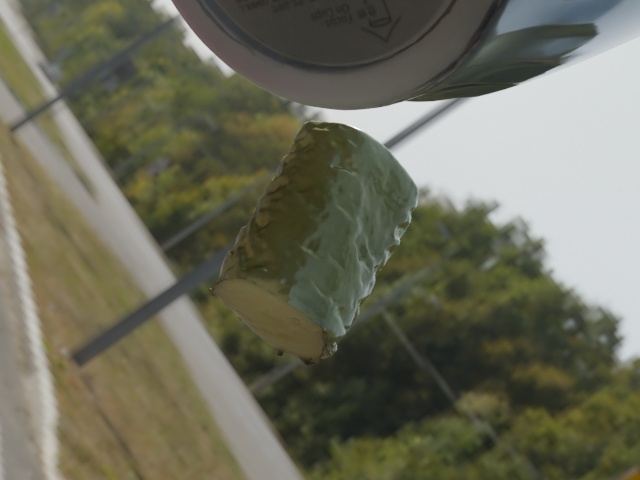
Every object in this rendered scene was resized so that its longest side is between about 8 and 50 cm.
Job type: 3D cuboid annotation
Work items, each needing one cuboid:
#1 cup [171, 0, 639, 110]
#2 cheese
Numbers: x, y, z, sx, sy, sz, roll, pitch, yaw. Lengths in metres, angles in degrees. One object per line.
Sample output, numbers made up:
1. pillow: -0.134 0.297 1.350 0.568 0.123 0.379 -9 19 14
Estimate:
1. cup: 0.090 -0.204 0.891 0.253 0.253 0.371 54 37 4
2. cheese: 0.000 0.000 1.371 0.123 0.167 0.094 42 -26 -26
